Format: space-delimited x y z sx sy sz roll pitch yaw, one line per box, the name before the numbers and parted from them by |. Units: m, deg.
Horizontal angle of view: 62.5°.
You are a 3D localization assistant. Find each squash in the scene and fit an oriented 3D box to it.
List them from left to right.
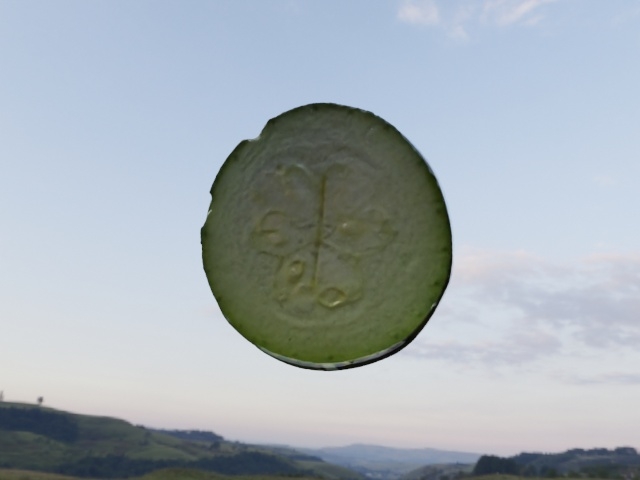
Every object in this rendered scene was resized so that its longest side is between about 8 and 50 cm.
squash | 0.002 0.000 0.442 0.219 0.219 0.041 -3 -2 19
